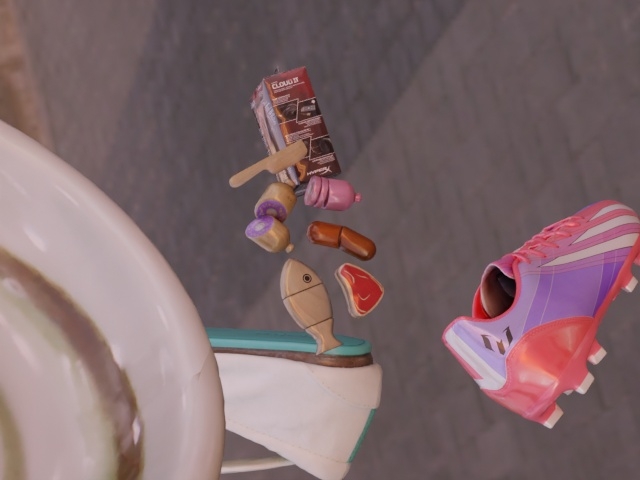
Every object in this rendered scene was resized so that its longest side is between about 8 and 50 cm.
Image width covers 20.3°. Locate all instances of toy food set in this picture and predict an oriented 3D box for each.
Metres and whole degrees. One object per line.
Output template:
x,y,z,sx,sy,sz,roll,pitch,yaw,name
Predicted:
0.000,0.000,1.081,0.122,0.078,0.019,59,157,3,toy food set

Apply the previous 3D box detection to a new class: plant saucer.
-0.242,0.059,0.741,0.100,0.400,0.400,-65,36,32,plant saucer

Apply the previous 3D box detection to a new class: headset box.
-0.019,-0.074,1.183,0.062,0.032,0.083,139,114,-75,headset box

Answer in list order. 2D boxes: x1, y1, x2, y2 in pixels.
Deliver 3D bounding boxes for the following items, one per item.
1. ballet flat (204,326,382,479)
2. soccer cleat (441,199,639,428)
-0.146,0.118,1.438,0.139,0.400,0.139,9,-90,-70,ballet flat
0.152,0.027,1.177,0.095,0.248,0.083,37,126,-2,soccer cleat
